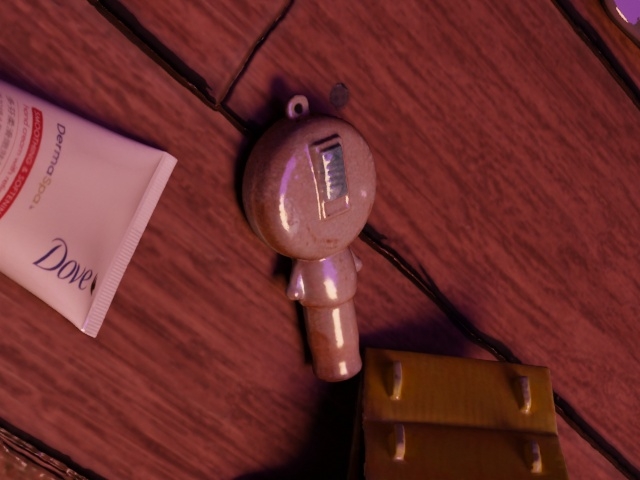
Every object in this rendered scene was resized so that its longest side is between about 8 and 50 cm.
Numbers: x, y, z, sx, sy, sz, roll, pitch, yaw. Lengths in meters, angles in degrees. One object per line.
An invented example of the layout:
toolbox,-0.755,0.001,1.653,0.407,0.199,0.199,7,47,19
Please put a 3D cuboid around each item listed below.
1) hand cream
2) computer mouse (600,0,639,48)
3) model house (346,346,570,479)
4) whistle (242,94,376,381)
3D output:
hand cream,-0.189,-0.035,0.919,0.248,0.083,0.133,31,81,-50
computer mouse,0.326,-0.201,1.328,0.232,0.057,0.120,36,77,-39
model house,0.054,0.255,1.163,0.300,0.340,0.324,7,67,-3
whistle,0.000,0.000,1.095,0.107,0.057,0.220,-23,116,-36
